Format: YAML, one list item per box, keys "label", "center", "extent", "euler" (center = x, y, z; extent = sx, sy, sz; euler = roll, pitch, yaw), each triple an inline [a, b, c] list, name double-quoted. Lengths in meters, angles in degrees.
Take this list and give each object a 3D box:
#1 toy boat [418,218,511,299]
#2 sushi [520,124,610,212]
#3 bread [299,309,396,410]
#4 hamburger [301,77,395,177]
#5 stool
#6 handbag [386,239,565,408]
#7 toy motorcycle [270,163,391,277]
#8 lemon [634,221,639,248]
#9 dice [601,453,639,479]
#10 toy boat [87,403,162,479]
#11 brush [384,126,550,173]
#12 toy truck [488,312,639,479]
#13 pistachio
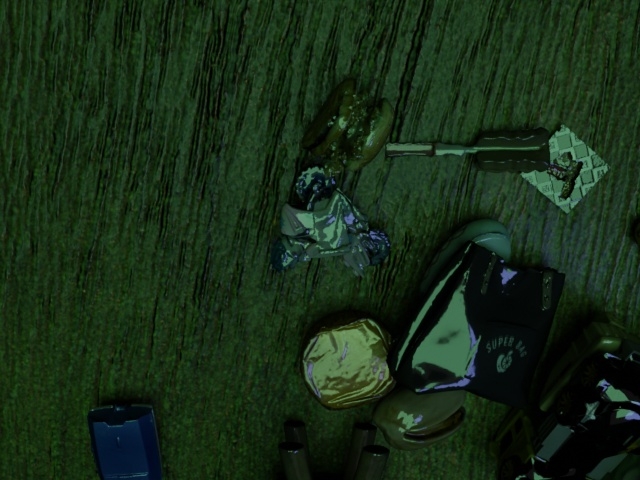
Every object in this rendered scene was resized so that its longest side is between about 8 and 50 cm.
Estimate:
- label: "toy boat"
  center: [0.278, 0.044, 1.307]
  extent: [0.134, 0.079, 0.207]
  euler: [27, 109, -24]
- label: "sushi"
  center: [0.461, -0.136, 1.288]
  extent: [0.126, 0.026, 0.120]
  euler: [39, 103, -7]
- label: "bread"
  center: [0.055, 0.231, 1.328]
  extent: [0.199, 0.104, 0.199]
  euler: [-1, 101, -4]
- label: "hamburger"
  center: [0.054, -0.186, 1.187]
  extent: [0.131, 0.159, 0.185]
  euler: [33, 74, -14]
- label: "stool"
  center: [0.018, 0.468, 1.319]
  extent: [0.272, 0.272, 0.178]
  euler: [3, 90, -3]
- label: "handbag"
  center: [0.316, 0.160, 1.266]
  extent: [0.342, 0.152, 0.288]
  euler: [14, 101, -32]
- label: "toy motorcycle"
  center: [-0.002, -0.002, 1.258]
  extent: [0.204, 0.108, 0.239]
  euler: [-44, 99, 0]
- label: "lemon"
  center: [0.659, -0.004, 1.303]
  extent: [0.111, 0.082, 0.082]
  euler: [22, 103, -4]
- label: "dice"
  center: [0.734, 0.418, 1.295]
  extent: [0.318, 0.322, 0.330]
  euler: [22, 101, -8]
- label: "toy boat"
  center: [-0.390, 0.459, 1.383]
  extent: [0.129, 0.088, 0.295]
  euler: [-3, 116, -2]
- label: "brush"
  center: [0.270, -0.166, 1.259]
  extent: [0.301, 0.071, 0.084]
  euler: [0, 89, 6]
- label: "toy truck"
  center: [0.494, 0.337, 1.307]
  extent: [0.181, 0.254, 0.405]
  euler: [24, 117, -6]
- label: "pistachio"
  center: [0.201, 0.338, 1.344]
  extent: [0.206, 0.131, 0.129]
  euler: [-13, 122, -30]
